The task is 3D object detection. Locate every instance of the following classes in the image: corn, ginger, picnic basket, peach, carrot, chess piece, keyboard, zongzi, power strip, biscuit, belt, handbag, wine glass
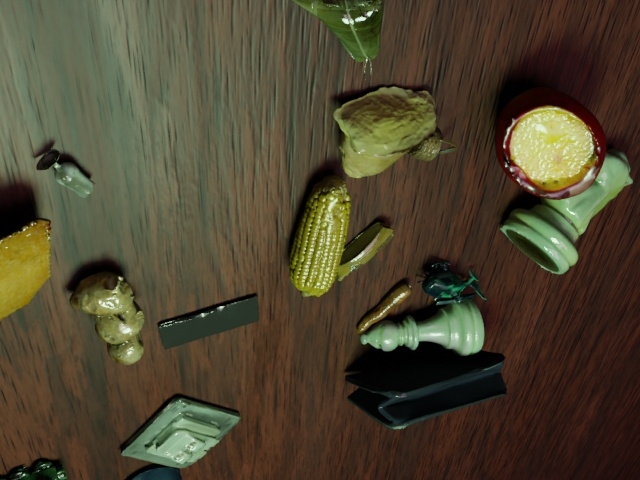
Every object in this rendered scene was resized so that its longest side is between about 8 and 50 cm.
[{"bbox_3d":[0.000,0.000,1.254,0.097,0.097,0.261,-4,129,-27],"label":"corn"},{"bbox_3d":[0.114,-0.178,1.171,0.193,0.115,0.122,-22,158,-21],"label":"ginger"},{"bbox_3d":[0.201,-0.172,1.230,0.083,0.072,0.072,12,122,-26],"label":"picnic basket"},{"bbox_3d":[0.413,-0.175,1.247,0.226,0.190,0.196,13,86,-56],"label":"peach"},{"bbox_3d":[0.139,0.151,1.512,0.165,0.035,0.036,-45,135,17],"label":"carrot"},{"bbox_3d":[0.222,0.209,1.561,0.272,0.139,0.139,-6,132,-11],"label":"chess piece"},{"bbox_3d":[-0.214,0.158,1.333,0.196,0.015,0.074,-16,138,-16],"label":"keyboard"},{"bbox_3d":[-0.354,0.136,1.187,0.104,0.080,0.204,-13,133,0],"label":"ginger"},{"bbox_3d":[0.544,-0.086,1.465,0.298,0.176,0.176,-48,136,-3],"label":"chess piece"},{"bbox_3d":[0.026,-0.310,1.037,0.130,0.062,0.154,-3,149,0],"label":"zongzi"},{"bbox_3d":[-0.296,0.442,1.505,0.198,0.064,0.213,-46,135,13],"label":"power strip"},{"bbox_3d":[-0.497,0.078,1.003,0.232,0.013,0.237,-36,167,-34],"label":"biscuit"},{"bbox_3d":[-0.393,0.603,1.581,0.141,0.082,0.190,17,121,-36],"label":"belt"},{"bbox_3d":[0.240,0.333,1.603,0.326,0.269,0.118,-9,97,-22],"label":"handbag"},{"bbox_3d":[-0.369,-0.094,1.001,0.042,0.039,0.083,-40,140,1],"label":"wine glass"}]

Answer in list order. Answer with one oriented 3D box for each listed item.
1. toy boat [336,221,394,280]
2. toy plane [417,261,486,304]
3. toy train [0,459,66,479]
[{"bbox_3d":[0.083,0.023,1.354,0.149,0.047,0.049,-43,136,10],"label":"toy boat"},{"bbox_3d":[0.290,0.098,1.510,0.235,0.096,0.060,-2,134,-52],"label":"toy plane"},{"bbox_3d":[-0.600,0.513,1.398,0.170,0.071,0.111,-18,144,-17],"label":"toy train"}]
